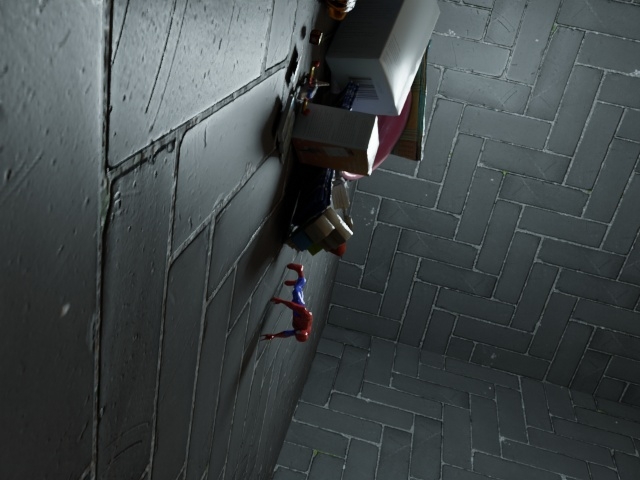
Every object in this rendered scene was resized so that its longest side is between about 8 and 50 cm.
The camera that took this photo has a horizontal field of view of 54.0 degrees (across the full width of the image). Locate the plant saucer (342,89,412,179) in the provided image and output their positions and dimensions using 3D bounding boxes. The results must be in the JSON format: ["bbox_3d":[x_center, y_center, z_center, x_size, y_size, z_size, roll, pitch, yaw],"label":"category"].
[{"bbox_3d":[0.135,-0.341,1.855,0.332,0.084,0.332,-38,151,-26],"label":"plant saucer"}]

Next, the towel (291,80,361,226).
[{"bbox_3d":[0.013,-0.208,1.579,0.243,0.040,0.336,147,-39,-69],"label":"towel"}]

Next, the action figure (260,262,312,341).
[{"bbox_3d":[-0.095,0.171,1.656,0.280,0.138,0.092,-108,-158,-56],"label":"action figure"}]

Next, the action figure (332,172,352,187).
[{"bbox_3d":[0.093,-0.287,2.132,0.185,0.099,0.285,79,21,-75],"label":"action figure"}]

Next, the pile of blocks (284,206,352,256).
[{"bbox_3d":[0.000,0.000,1.563,0.149,0.113,0.362,-40,-175,2],"label":"pile of blocks"}]

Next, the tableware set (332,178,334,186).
[{"bbox_3d":[0.035,-0.189,2.200,0.194,0.039,0.128,-14,119,-83],"label":"tableware set"}]

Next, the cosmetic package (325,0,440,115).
[{"bbox_3d":[0.172,-0.541,1.632,0.385,0.156,0.217,-68,151,-24],"label":"cosmetic package"}]

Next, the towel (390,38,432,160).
[{"bbox_3d":[0.273,-0.452,2.003,0.271,0.040,0.371,-139,-131,-69],"label":"towel"}]

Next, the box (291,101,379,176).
[{"bbox_3d":[0.035,-0.222,1.389,0.130,0.170,0.091,67,37,-70],"label":"box"}]

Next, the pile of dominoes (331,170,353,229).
[{"bbox_3d":[0.043,-0.128,1.665,0.251,0.040,0.196,-107,-174,-85],"label":"pile of dominoes"}]

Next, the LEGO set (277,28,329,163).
[{"bbox_3d":[-0.029,-0.286,1.252,0.182,0.060,0.245,96,9,-78],"label":"LEGO set"}]

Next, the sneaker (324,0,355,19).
[{"bbox_3d":[0.043,-0.509,1.283,0.215,0.084,0.083,-47,155,-80],"label":"sneaker"}]

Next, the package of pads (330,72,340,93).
[{"bbox_3d":[0.046,-0.445,1.709,0.083,0.031,0.050,93,15,-63],"label":"package of pads"}]
